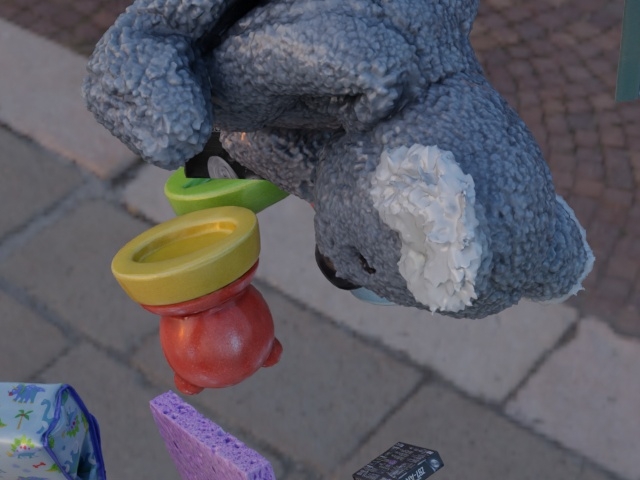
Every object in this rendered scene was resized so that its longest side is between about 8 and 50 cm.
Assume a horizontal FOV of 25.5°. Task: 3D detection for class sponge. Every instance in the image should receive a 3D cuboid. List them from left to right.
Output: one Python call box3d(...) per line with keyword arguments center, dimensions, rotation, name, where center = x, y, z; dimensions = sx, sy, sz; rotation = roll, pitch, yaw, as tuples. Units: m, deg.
box3d(center=(-0.093, 0.227, 1.357), dimensions=(0.031, 0.117, 0.210), rotation=(-30, 27, -21), name="sponge")

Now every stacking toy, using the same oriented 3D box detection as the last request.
box3d(center=(0.000, 0.000, 1.190), dimensions=(0.308, 0.130, 0.279), rotation=(-16, 21, 6), name="stacking toy")

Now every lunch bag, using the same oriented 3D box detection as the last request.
box3d(center=(-0.302, 0.211, 1.463), dimensions=(0.128, 0.151, 0.096), rotation=(2, 51, 17), name="lunch bag")

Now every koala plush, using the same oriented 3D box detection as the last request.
box3d(center=(0.038, -0.054, 0.700), dimensions=(0.221, 0.203, 0.196), rotation=(55, 19, 22), name="koala plush")

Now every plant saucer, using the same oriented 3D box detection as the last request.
box3d(center=(0.224, -0.160, 0.947), dimensions=(0.018, 0.192, 0.067), rotation=(29, 75, 18), name="plant saucer")

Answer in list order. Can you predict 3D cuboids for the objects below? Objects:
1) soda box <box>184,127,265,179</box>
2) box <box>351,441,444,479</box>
box3d(center=(-0.006, -0.076, 0.939), dimensions=(0.168, 0.053, 0.060), rotation=(1, 38, 3), name="soda box")
box3d(center=(0.079, 0.236, 1.451), dimensions=(0.067, 0.018, 0.083), rotation=(-32, 12, -23), name="box")
